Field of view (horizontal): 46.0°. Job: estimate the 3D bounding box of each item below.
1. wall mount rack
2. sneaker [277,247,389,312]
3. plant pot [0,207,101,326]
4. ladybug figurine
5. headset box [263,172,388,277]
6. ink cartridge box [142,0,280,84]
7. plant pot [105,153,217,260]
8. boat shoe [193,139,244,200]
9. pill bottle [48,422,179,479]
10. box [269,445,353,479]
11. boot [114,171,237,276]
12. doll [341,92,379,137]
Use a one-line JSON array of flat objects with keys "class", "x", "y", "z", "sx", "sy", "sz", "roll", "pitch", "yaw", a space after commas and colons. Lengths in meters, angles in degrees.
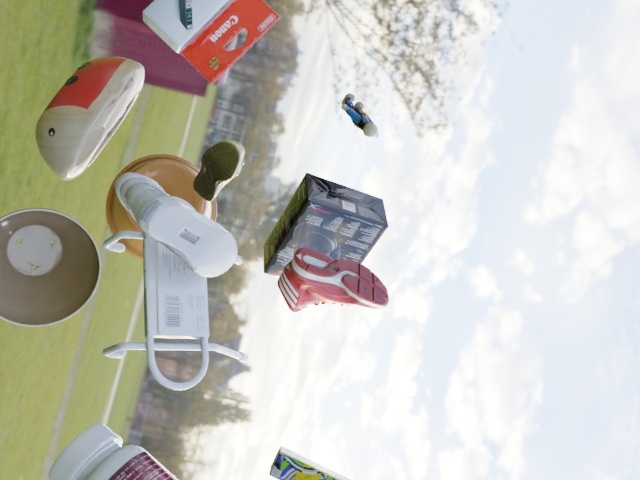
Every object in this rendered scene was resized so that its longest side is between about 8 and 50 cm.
[{"class": "wall mount rack", "x": -0.243, "y": 0.105, "z": 1.389, "sx": 0.130, "sy": 0.304, "sz": 0.349, "roll": -26, "pitch": -116, "yaw": 50}, {"class": "sneaker", "x": 0.017, "y": 0.098, "z": 1.485, "sx": 0.128, "sy": 0.221, "sz": 0.087, "roll": -47, "pitch": -156, "yaw": 39}, {"class": "plant pot", "x": -0.691, "y": 0.045, "z": 1.826, "sx": 0.191, "sy": 0.284, "sz": 0.283, "roll": 30, "pitch": -74, "yaw": 64}, {"class": "ladybug figurine", "x": -0.619, "y": -0.350, "z": 2.017, "sx": 0.305, "sy": 0.162, "sz": 0.449, "roll": -46, "pitch": -163, "yaw": 39}, {"class": "headset box", "x": 0.000, "y": 0.000, "z": 1.873, "sx": 0.110, "sy": 0.218, "sz": 0.293, "roll": -95, "pitch": -150, "yaw": -47}, {"class": "ink cartridge box", "x": -0.272, "y": -0.578, "z": 1.922, "sx": 0.275, "sy": 0.239, "sz": 0.060, "roll": -48, "pitch": -174, "yaw": -13}, {"class": "plant pot", "x": -0.399, "y": -0.091, "z": 1.913, "sx": 0.203, "sy": 0.291, "sz": 0.290, "roll": 158, "pitch": -54, "yaw": -75}, {"class": "boat shoe", "x": -0.148, "y": -0.113, "z": 1.139, "sx": 0.048, "sy": 0.056, "sz": 0.153, "roll": -49, "pitch": 180, "yaw": -35}, {"class": "pill bottle", "x": -0.245, "y": 0.351, "z": 0.997, "sx": 0.121, "sy": 0.221, "sz": 0.121, "roll": -48, "pitch": 164, "yaw": -18}, {"class": "box", "x": -0.017, "y": 0.480, "z": 1.521, "sx": 0.054, "sy": 0.169, "sz": 0.059, "roll": -64, "pitch": 179, "yaw": -4}, {"class": "boot", "x": -0.239, "y": -0.032, "z": 1.265, "sx": 0.095, "sy": 0.123, "sz": 0.258, "roll": -45, "pitch": 149, "yaw": -3}, {"class": "doll", "x": 0.101, "y": -0.310, "z": 1.905, "sx": 0.046, "sy": 0.129, "sz": 0.189, "roll": -45, "pitch": -146, "yaw": 16}]
